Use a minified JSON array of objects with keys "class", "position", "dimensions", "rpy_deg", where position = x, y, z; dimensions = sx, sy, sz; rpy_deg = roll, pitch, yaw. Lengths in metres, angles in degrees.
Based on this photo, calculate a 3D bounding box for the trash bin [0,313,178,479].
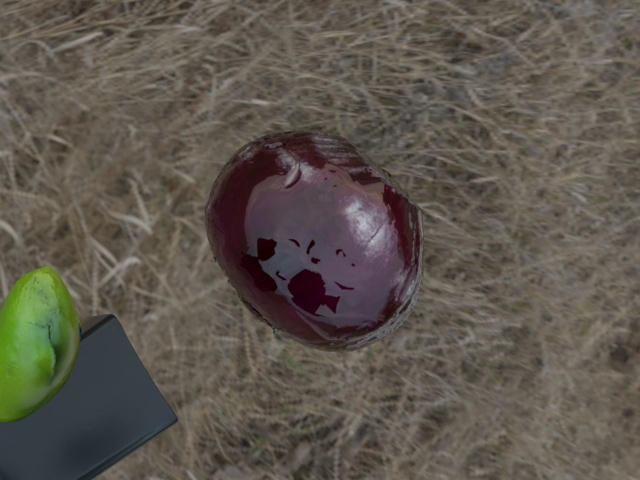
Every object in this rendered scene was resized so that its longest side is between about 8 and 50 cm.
[{"class":"trash bin","position":[-0.322,0.222,1.479],"dimensions":[0.225,0.115,0.165],"rpy_deg":[-35,102,-29]}]

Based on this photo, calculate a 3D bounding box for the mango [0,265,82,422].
[{"class":"mango","position":[-0.317,0.111,1.301],"dimensions":[0.111,0.125,0.233],"rpy_deg":[13,132,-17]}]

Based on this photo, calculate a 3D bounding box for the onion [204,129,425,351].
[{"class":"onion","position":[0.000,0.000,1.638],"dimensions":[0.282,0.260,0.336],"rpy_deg":[-34,92,5]}]
